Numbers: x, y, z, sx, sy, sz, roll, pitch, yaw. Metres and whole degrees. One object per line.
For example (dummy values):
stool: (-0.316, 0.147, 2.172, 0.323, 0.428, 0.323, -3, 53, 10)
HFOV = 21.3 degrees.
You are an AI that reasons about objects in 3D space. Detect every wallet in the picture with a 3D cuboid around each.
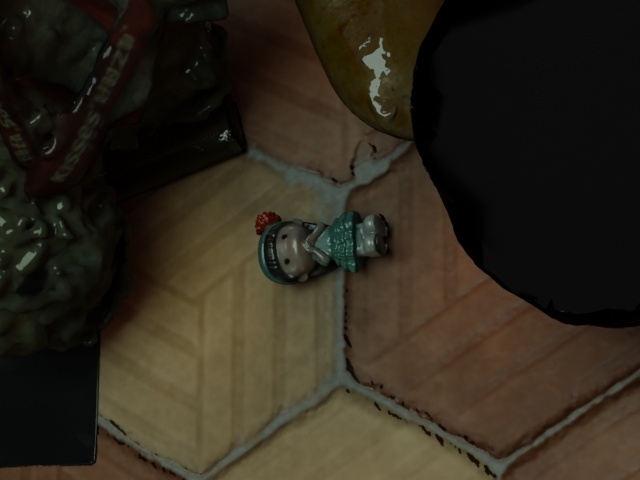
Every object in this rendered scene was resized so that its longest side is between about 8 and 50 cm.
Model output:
wallet: (-0.160, -0.088, 1.411, 0.198, 0.031, 0.110, -21, 70, 21)

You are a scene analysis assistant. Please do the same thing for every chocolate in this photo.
chocolate: (0.217, -0.077, 1.133, 0.284, 0.186, 0.283, -3, 85, 34)

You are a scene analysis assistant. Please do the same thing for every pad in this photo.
pad: (-0.233, 0.093, 1.427, 0.116, 0.004, 0.193, -4, 79, 26)

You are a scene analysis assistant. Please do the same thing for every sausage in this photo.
sausage: (0.002, -0.292, 1.314, 0.123, 0.136, 0.500, -37, 66, 36)

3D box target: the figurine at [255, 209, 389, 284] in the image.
figurine: (0.000, 0.000, 1.304, 0.106, 0.047, 0.060, -10, 84, 23)

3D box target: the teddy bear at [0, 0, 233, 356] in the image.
teddy bear: (-0.216, -0.064, 1.271, 0.224, 0.357, 0.367, 33, 141, 56)
